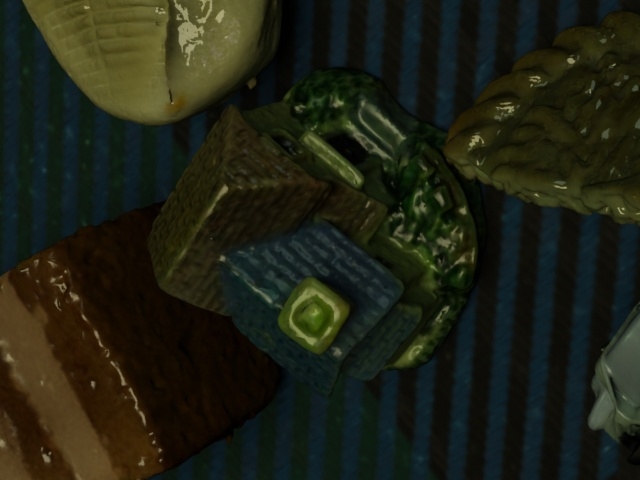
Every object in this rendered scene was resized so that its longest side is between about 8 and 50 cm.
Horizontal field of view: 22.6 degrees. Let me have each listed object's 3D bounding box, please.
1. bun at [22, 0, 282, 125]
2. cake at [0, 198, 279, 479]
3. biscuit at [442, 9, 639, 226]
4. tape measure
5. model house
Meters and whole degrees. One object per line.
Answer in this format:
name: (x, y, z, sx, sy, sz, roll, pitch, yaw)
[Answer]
bun: (-0.121, -0.200, 1.203, 0.229, 0.145, 0.229, 31, 138, 33)
cake: (-0.207, 0.117, 1.267, 0.293, 0.198, 0.196, -30, 92, 29)
biscuit: (0.212, -0.087, 1.060, 0.273, 0.036, 0.187, 20, 67, 47)
tape measure: (0.257, 0.059, 1.058, 0.107, 0.182, 0.181, 40, 110, 17)
model house: (0.000, 0.000, 1.156, 0.214, 0.189, 0.195, 44, 115, 12)
